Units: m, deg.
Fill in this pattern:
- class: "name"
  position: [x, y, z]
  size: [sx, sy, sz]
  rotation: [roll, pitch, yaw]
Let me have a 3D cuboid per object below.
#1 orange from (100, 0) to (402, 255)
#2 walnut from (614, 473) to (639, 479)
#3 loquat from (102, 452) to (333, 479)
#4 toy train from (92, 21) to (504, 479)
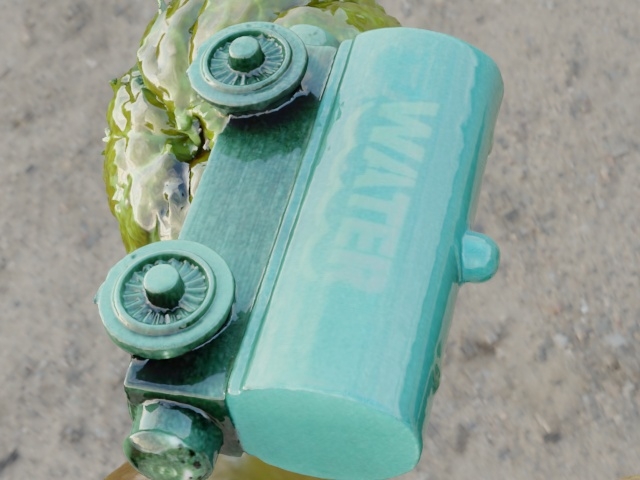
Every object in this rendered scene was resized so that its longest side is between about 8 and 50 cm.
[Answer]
- class: "orange"
  position: [-0.035, -0.064, 1.118]
  size: [0.301, 0.223, 0.300]
  rotation: [-53, 52, 20]
- class: "walnut"
  position: [0.185, 0.202, 0.728]
  size: [0.197, 0.165, 0.165]
  rotation: [3, 58, 57]
- class: "loquat"
  position: [-0.043, 0.304, 1.082]
  size: [0.359, 0.328, 0.328]
  rotation: [-17, 50, 47]
- class: "toy train"
  position: [0.000, 0.000, 0.618]
  size: [0.159, 0.101, 0.248]
  rotation: [6, 52, 16]
